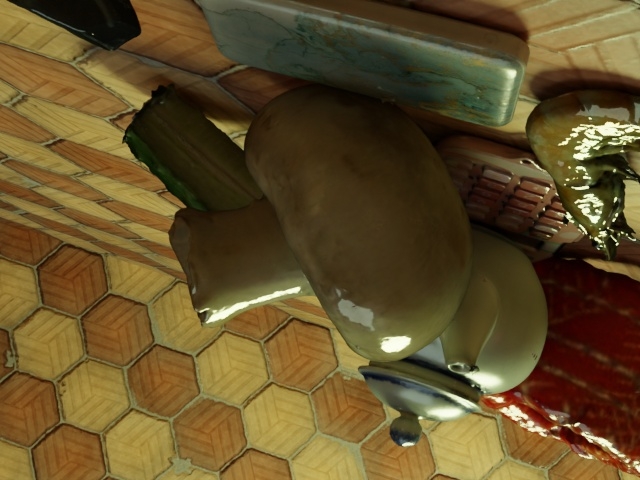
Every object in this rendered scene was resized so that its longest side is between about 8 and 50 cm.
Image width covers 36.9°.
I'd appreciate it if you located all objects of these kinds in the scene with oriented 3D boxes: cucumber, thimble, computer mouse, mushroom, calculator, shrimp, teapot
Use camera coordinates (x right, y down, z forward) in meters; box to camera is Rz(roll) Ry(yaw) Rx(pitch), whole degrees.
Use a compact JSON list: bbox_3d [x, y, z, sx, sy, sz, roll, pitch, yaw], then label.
[{"bbox_3d":[-0.100,-0.048,1.209,0.325,0.105,0.145,39,170,0],"label":"cucumber"},{"bbox_3d":[0.391,0.185,1.399,0.350,0.230,0.350,29,172,5],"label":"thimble"},{"bbox_3d":[-0.262,-0.245,0.872,0.231,0.071,0.126,27,-176,6],"label":"computer mouse"},{"bbox_3d":[0.000,0.000,0.981,0.290,0.297,0.297,-28,162,2],"label":"mushroom"},{"bbox_3d":[0.210,-0.049,1.131,0.220,0.048,0.329,19,167,3],"label":"calculator"},{"bbox_3d":[0.297,-0.054,0.904,0.169,0.058,0.296,7,156,31],"label":"shrimp"},{"bbox_3d":[0.145,0.123,1.201,0.253,0.279,0.424,20,168,-1],"label":"teapot"}]

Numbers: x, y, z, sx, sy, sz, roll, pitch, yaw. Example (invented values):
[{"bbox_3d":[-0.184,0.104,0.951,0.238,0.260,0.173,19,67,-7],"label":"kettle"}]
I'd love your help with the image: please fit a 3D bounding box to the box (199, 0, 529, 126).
[{"bbox_3d":[0.035,-0.168,0.838,0.285,0.044,0.142,16,165,9],"label":"box"}]
